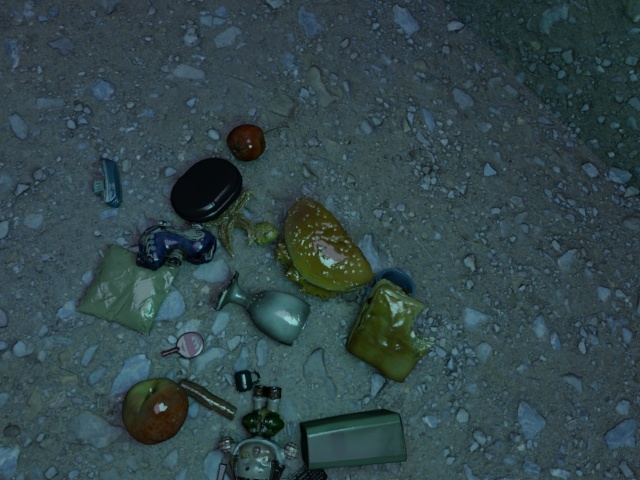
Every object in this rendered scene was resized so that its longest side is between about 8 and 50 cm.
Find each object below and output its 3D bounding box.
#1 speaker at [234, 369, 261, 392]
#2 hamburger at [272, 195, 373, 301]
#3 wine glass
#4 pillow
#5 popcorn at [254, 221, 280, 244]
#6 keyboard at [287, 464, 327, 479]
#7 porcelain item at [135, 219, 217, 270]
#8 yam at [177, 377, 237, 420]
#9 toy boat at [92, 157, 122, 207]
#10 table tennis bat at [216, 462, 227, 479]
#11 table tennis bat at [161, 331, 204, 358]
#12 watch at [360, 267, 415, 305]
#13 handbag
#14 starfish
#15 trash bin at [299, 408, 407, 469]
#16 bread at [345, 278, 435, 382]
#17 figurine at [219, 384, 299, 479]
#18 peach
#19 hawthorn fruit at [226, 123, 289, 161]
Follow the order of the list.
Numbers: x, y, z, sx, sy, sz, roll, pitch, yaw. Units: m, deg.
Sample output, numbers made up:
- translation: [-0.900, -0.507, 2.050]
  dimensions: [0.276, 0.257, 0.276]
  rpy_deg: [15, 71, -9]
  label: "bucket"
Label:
- translation: [-0.275, 0.525, 1.607]
  dimensions: [0.094, 0.060, 0.076]
  rpy_deg: [5, 69, -48]
  label: "speaker"
- translation: [-0.018, 0.060, 1.648]
  dimensions: [0.287, 0.268, 0.445]
  rpy_deg: [-40, 87, -16]
  label: "hamburger"
- translation: [-0.208, 0.261, 1.623]
  dimensions: [0.356, 0.190, 0.191]
  rpy_deg: [26, 70, -5]
  label: "wine glass"
- translation: [-0.714, 0.179, 1.595]
  dimensions: [0.280, 0.076, 0.275]
  rpy_deg: [22, 71, -5]
  label: "pillow"
- translation: [-0.224, -0.031, 1.755]
  dimensions: [0.089, 0.109, 0.097]
  rpy_deg: [-34, 118, -57]
  label: "popcorn"
- translation: [-0.144, 0.933, 1.514]
  dimensions: [0.381, 0.041, 0.103]
  rpy_deg: [-34, 83, -19]
  label: "keyboard"
- translation: [-0.543, 0.029, 1.617]
  dimensions: [0.287, 0.138, 0.186]
  rpy_deg: [7, 47, -8]
  label: "porcelain item"
- translation: [-0.412, 0.578, 1.558]
  dimensions: [0.241, 0.057, 0.057]
  rpy_deg: [31, 70, -4]
  label: "yam"
- translation: [-0.848, -0.226, 1.680]
  dimensions: [0.102, 0.088, 0.215]
  rpy_deg: [-8, 77, -11]
  label: "toy boat"
- translation: [-0.363, 0.899, 1.489]
  dimensions: [0.130, 0.019, 0.221]
  rpy_deg: [13, 73, -9]
  label: "table tennis bat"
- translation: [-0.516, 0.402, 1.605]
  dimensions: [0.154, 0.019, 0.098]
  rpy_deg: [-16, 78, -19]
  label: "table tennis bat"
- translation: [0.285, 0.209, 1.763]
  dimensions: [0.210, 0.211, 0.193]
  rpy_deg: [33, 49, -1]
  label: "watch"
- translation: [-0.462, -0.208, 1.721]
  dimensions: [0.253, 0.093, 0.308]
  rpy_deg: [31, 68, 21]
  label: "handbag"
- translation: [-0.395, -0.086, 1.752]
  dimensions: [0.302, 0.060, 0.299]
  rpy_deg: [15, 77, 7]
  label: "starfish"
- translation: [0.106, 0.711, 1.545]
  dimensions: [0.343, 0.223, 0.158]
  rpy_deg: [-1, 74, -10]
  label: "trash bin"
- translation: [0.270, 0.362, 1.604]
  dimensions: [0.314, 0.370, 0.191]
  rpy_deg: [29, 29, 1]
  label: "bread"
- translation: [-0.211, 0.708, 1.509]
  dimensions: [0.281, 0.167, 0.370]
  rpy_deg: [3, 64, 4]
  label: "figurine"
- translation: [-0.557, 0.587, 1.459]
  dimensions: [0.232, 0.232, 0.233]
  rpy_deg: [3, 73, -11]
  label: "peach"
- translation: [-0.267, -0.455, 1.846]
  dimensions: [0.165, 0.165, 0.285]
  rpy_deg: [47, 65, 4]
  label: "hawthorn fruit"
